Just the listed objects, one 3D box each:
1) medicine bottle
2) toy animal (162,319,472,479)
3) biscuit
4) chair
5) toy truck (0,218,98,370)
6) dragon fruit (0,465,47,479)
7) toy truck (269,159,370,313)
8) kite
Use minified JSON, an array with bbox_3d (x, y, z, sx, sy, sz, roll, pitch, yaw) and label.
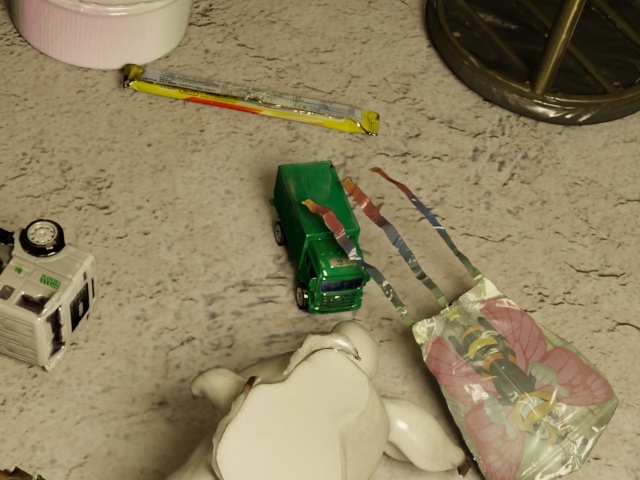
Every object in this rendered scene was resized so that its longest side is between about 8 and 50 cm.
[{"bbox_3d":[-0.231,-0.373,1.618,0.256,0.325,0.256,7,44,-7],"label":"medicine bottle"},{"bbox_3d":[-0.012,0.183,1.255,0.325,0.154,0.208,-22,65,-39],"label":"toy animal"},{"bbox_3d":[-0.076,-0.158,1.654,0.291,0.026,0.048,11,41,-3],"label":"biscuit"},{"bbox_3d":[0.302,-0.377,1.679,0.361,0.410,0.365,-19,53,-29],"label":"chair"},{"bbox_3d":[-0.332,0.026,1.371,0.242,0.101,0.125,21,51,12],"label":"toy truck"},{"bbox_3d":[-0.280,0.241,1.130,0.188,0.182,0.182,-34,60,-15],"label":"dragon fruit"},{"bbox_3d":[0.000,0.000,1.483,0.065,0.079,0.147,-6,50,-18],"label":"toy truck"},{"bbox_3d":[0.130,0.075,1.420,0.360,0.022,0.204,48,48,12],"label":"kite"}]
